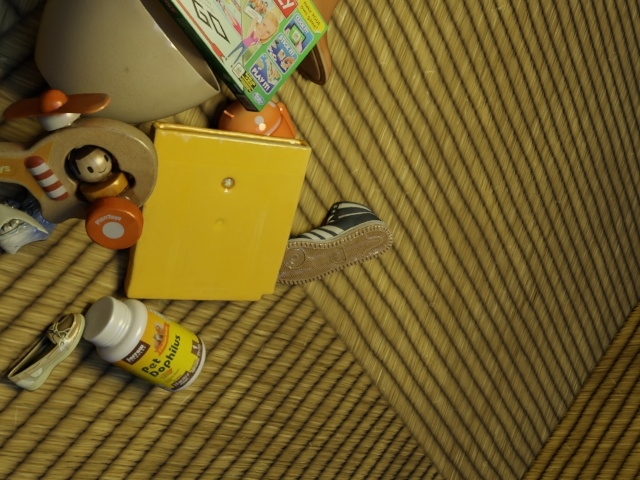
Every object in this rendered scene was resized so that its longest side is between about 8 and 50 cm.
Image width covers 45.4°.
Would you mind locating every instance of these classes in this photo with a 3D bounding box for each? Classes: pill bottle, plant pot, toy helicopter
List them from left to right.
[{"bbox_3d":[-0.416,-0.124,1.107,0.355,0.140,0.235,3,131,-9],"label":"toy helicopter"},{"bbox_3d":[-0.313,-0.286,1.159,0.191,0.284,0.284,-36,129,7],"label":"plant pot"},{"bbox_3d":[-0.315,0.182,1.367,0.215,0.117,0.117,39,76,-41],"label":"pill bottle"}]

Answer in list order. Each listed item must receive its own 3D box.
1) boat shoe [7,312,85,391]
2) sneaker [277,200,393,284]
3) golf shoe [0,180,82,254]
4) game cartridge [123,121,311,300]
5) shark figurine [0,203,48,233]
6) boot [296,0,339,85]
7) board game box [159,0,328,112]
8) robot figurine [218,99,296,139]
[{"bbox_3d":[-0.458,0.181,1.286,0.153,0.056,0.048,-51,134,-9],"label":"boat shoe"},{"bbox_3d":[0.000,0.000,1.618,0.282,0.153,0.099,-15,118,-5],"label":"sneaker"},{"bbox_3d":[-0.447,-0.044,1.237,0.176,0.069,0.086,-34,147,-30],"label":"golf shoe"},{"bbox_3d":[-0.187,-0.040,1.371,0.285,0.052,0.323,4,117,-27],"label":"game cartridge"},{"bbox_3d":[-0.544,-0.042,1.096,0.116,0.278,0.166,30,45,-79],"label":"shark figurine"},{"bbox_3d":[0.008,-0.468,1.483,0.220,0.109,0.283,-42,119,-29],"label":"boot"},{"bbox_3d":[-0.137,-0.398,1.257,0.213,0.046,0.317,-53,130,-16],"label":"board game box"},{"bbox_3d":[-0.111,-0.176,1.433,0.158,0.128,0.219,-30,124,-3],"label":"robot figurine"}]
